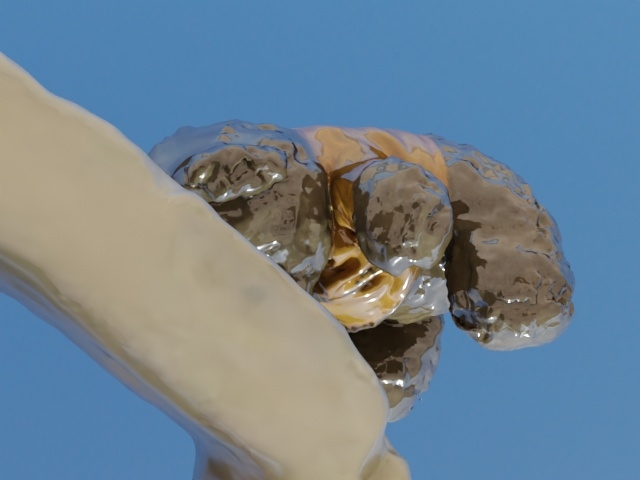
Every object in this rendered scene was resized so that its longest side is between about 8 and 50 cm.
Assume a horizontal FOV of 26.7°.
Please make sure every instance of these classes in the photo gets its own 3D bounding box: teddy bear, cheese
[{"bbox_3d":[0.000,0.000,0.634,0.190,0.177,0.140,10,-117,-27],"label":"teddy bear"},{"bbox_3d":[-0.118,0.114,0.409,0.292,0.153,0.332,15,-93,-11],"label":"cheese"}]
